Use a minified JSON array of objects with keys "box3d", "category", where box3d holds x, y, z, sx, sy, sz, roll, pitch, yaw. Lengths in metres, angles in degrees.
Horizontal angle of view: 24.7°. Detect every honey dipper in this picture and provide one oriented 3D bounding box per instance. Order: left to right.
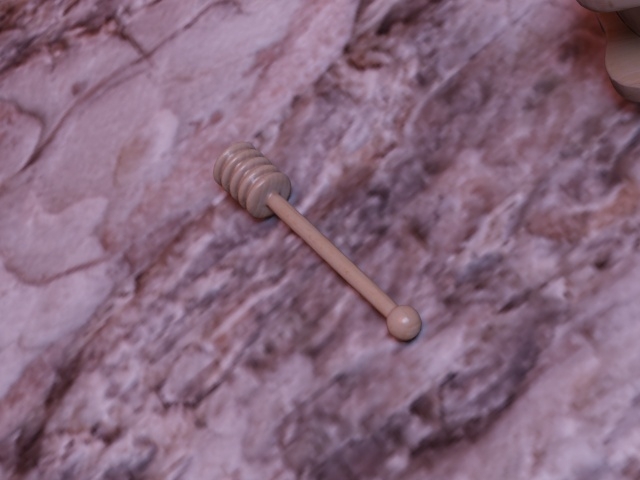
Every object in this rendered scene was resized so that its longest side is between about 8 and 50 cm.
[{"box3d":[0.000,0.000,0.782,0.030,0.030,0.160,-47,56,-2],"category":"honey dipper"}]

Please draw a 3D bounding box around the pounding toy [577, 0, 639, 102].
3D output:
[{"box3d":[0.229,-0.174,0.667,0.269,0.155,0.154,-3,51,31],"category":"pounding toy"}]
